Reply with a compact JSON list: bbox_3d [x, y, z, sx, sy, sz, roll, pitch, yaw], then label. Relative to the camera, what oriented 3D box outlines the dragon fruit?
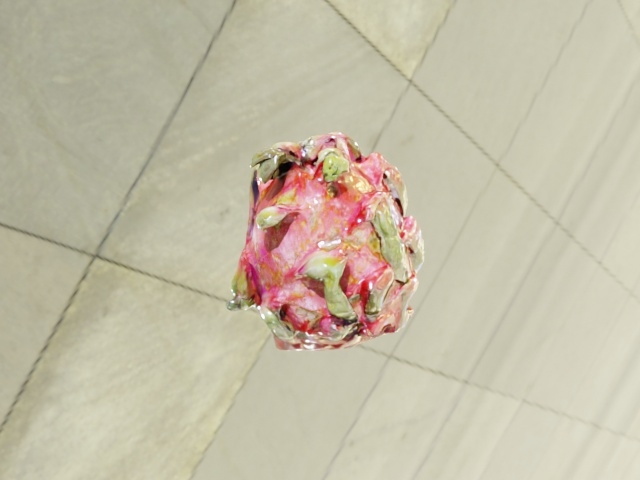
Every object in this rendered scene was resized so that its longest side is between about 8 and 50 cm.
[{"bbox_3d":[0.000,0.000,0.784,0.167,0.160,0.171,-11,97,-17],"label":"dragon fruit"}]
